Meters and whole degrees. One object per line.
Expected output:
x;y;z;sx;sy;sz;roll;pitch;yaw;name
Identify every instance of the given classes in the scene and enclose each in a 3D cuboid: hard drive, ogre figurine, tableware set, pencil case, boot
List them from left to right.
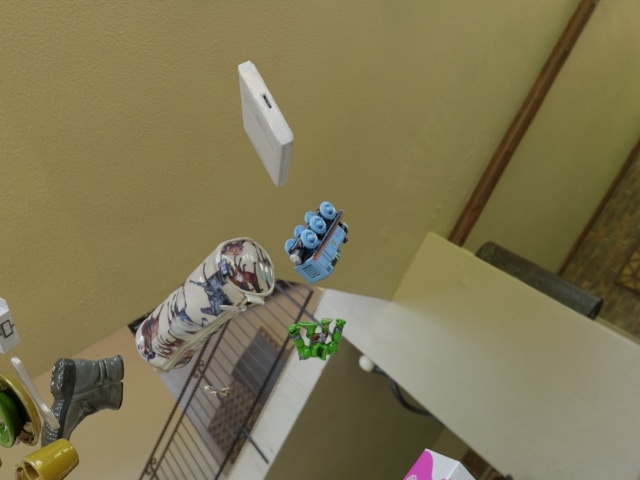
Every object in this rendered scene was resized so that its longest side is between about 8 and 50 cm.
-0.190;0.136;0.283;0.154;0.104;0.024;-30;1;37;tableware set
-0.533;0.389;1.074;0.161;0.083;0.247;17;-108;-48;boot
-0.290;0.171;1.144;0.159;0.184;0.410;31;-57;-30;pencil case
-0.135;-0.267;1.142;0.040;0.203;0.307;-28;-6;-10;hard drive
-0.010;0.312;1.467;0.196;0.096;0.118;-1;-89;-49;ogre figurine

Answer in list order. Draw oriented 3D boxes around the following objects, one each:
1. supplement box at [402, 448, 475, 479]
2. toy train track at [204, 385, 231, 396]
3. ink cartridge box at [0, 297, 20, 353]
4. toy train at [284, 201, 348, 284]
0.258;0.511;0.854;0.111;0.114;0.220;-42;-83;-22;supplement box
-0.225;0.328;1.010;0.048;0.014;0.083;-18;-30;12;toy train track
-0.469;0.117;0.670;0.028;0.048;0.084;-48;-28;-52;ink cartridge box
0.000;0.000;0.979;0.105;0.080;0.184;47;-136;-15;toy train
